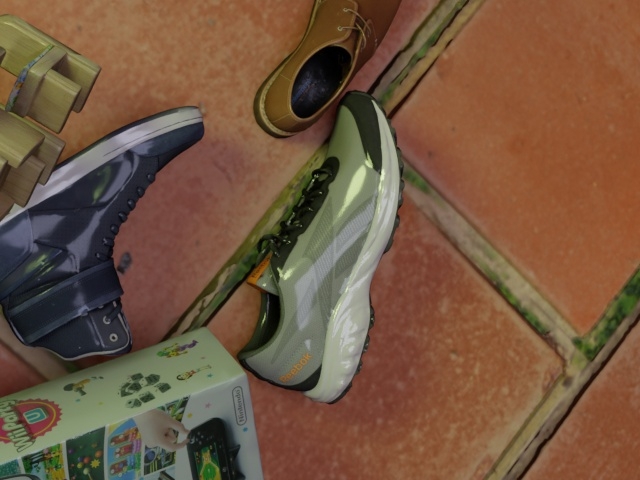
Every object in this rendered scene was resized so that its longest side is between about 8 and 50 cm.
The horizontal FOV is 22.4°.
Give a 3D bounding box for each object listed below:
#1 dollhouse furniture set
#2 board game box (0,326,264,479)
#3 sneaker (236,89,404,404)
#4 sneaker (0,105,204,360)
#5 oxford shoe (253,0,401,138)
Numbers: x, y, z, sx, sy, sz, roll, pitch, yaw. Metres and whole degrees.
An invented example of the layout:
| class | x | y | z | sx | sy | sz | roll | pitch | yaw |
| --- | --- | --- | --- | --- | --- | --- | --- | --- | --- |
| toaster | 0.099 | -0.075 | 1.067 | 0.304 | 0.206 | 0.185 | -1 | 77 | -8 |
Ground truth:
| class | x | y | z | sx | sy | sz | roll | pitch | yaw |
| --- | --- | --- | --- | --- | --- | --- | --- | --- | --- |
| dollhouse furniture set | -0.305 | -0.043 | 1.164 | 0.161 | 0.212 | 0.242 | 31 | 122 | -1 |
| board game box | -0.196 | 0.224 | 1.275 | 0.303 | 0.097 | 0.224 | -19 | 121 | -20 |
| sneaker | 0.000 | 0.000 | 1.392 | 0.108 | 0.100 | 0.272 | 14 | 86 | -17 |
| sneaker | -0.166 | 0.002 | 1.319 | 0.226 | 0.086 | 0.163 | -31 | 92 | -9 |
| oxford shoe | 0.025 | -0.180 | 1.410 | 0.076 | 0.076 | 0.212 | 34 | 77 | -18 |
